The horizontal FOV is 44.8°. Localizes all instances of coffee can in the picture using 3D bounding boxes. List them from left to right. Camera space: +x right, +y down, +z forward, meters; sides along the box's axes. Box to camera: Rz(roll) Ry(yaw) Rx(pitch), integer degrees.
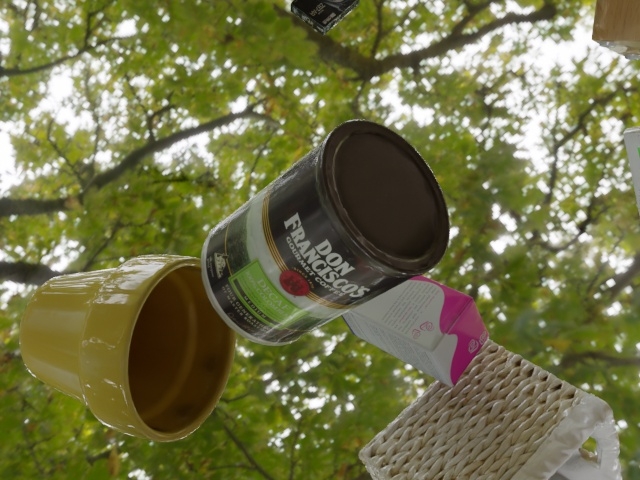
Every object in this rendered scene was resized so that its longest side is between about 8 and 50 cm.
[{"bbox_3d":[0.000,0.000,1.005,0.201,0.275,0.202,21,-126,-31],"label":"coffee can"}]

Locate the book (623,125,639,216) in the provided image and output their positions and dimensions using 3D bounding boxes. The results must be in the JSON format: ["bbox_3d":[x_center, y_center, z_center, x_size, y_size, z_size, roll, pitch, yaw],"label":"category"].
[{"bbox_3d":[0.484,-0.093,1.078,0.035,0.096,0.144,-43,-60,-47],"label":"book"}]

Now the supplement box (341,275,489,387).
[{"bbox_3d":[0.142,0.123,1.248,0.111,0.220,0.114,-49,-46,-17],"label":"supplement box"}]

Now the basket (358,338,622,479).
[{"bbox_3d":[0.293,0.393,1.288,0.266,0.331,0.328,36,159,45],"label":"basket"}]

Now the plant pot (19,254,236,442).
[{"bbox_3d":[-0.286,0.139,1.111,0.254,0.238,0.254,-19,-68,-61],"label":"plant pot"}]

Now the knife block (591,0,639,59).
[{"bbox_3d":[0.317,-0.273,0.631,0.088,0.275,0.242,-3,-78,-51],"label":"knife block"}]

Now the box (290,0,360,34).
[{"bbox_3d":[0.007,-0.347,1.139,0.067,0.018,0.083,40,-111,15],"label":"box"}]
